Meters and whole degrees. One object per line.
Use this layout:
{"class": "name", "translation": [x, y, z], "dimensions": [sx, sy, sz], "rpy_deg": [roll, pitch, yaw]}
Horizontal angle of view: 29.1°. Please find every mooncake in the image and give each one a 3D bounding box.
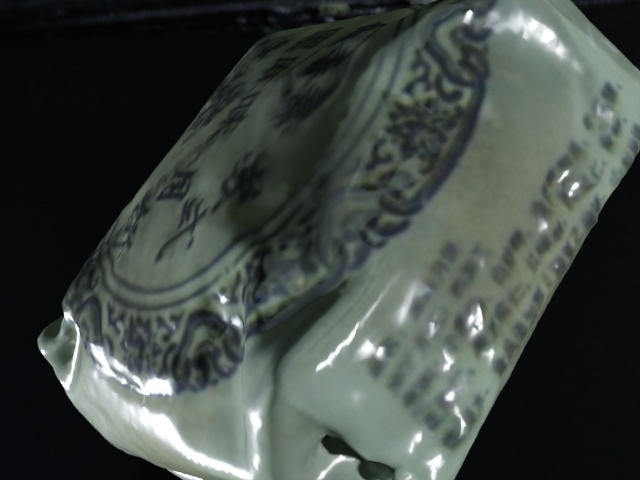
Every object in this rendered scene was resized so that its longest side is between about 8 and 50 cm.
{"class": "mooncake", "translation": [-0.003, -0.004, 0.561], "dimensions": [0.250, 0.136, 0.254], "rpy_deg": [-5, -135, 57]}
